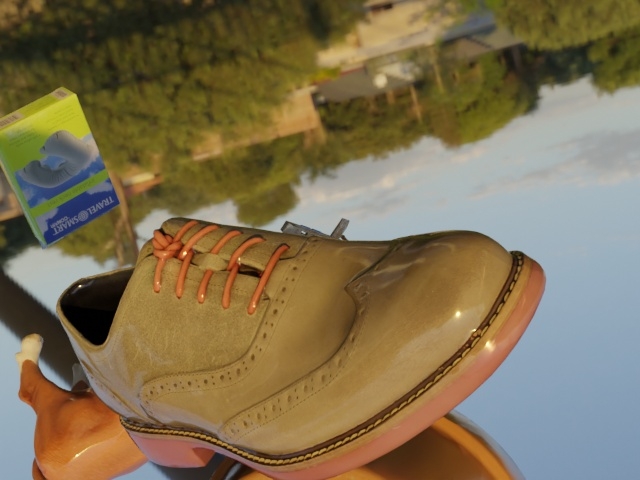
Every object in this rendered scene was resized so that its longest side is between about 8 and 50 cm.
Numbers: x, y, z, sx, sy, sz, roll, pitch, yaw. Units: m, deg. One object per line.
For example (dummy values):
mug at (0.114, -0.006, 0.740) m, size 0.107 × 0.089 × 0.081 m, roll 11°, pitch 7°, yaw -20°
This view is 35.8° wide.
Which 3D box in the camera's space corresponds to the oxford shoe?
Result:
oxford shoe at (-0.042, 0.046, 0.531) m, size 0.348 × 0.130 × 0.123 m, roll -21°, pitch -153°, yaw 46°

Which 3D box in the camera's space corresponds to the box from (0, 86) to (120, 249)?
box at (-0.314, -0.079, 1.181) m, size 0.109 × 0.178 × 0.042 m, roll -33°, pitch -142°, yaw -24°

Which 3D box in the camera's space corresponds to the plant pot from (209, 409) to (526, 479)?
plant pot at (0.018, 0.250, 0.711) m, size 0.291 × 0.290 × 0.203 m, roll -14°, pitch 168°, yaw 12°

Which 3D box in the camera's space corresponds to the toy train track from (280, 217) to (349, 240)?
toy train track at (0.000, 0.000, 0.842) m, size 0.083 × 0.048 × 0.014 m, roll 19°, pitch -159°, yaw -45°

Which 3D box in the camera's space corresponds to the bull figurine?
bull figurine at (-0.140, 0.131, 0.957) m, size 0.310 × 0.101 × 0.188 m, roll -22°, pitch -132°, yaw -15°
